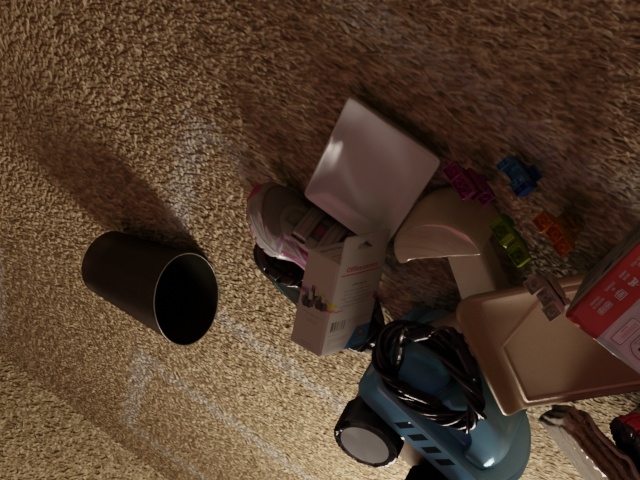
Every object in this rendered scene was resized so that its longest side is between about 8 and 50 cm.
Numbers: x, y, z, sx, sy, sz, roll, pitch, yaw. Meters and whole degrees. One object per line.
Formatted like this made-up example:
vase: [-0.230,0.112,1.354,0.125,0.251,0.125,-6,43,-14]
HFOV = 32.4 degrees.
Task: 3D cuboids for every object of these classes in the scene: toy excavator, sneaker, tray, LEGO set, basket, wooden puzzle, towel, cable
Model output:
toy excavator: [0.199,0.165,1.585,0.433,0.222,0.445,44,137,-8]
sneaker: [0.000,0.076,1.778,0.267,0.101,0.106,44,173,-12]
sneaker: [0.480,0.297,1.517,0.121,0.112,0.299,50,173,31]
tray: [0.069,-0.091,1.500,0.145,0.030,0.270,35,151,4]
LEGO set: [0.259,-0.021,1.327,0.087,0.093,0.227,-42,69,27]
basket: [-0.328,0.074,2.066,0.226,0.154,0.204,22,146,34]
sneaker: [0.000,0.000,1.650,0.252,0.103,0.111,42,148,-19]
wooden puzzle: [0.319,0.125,1.421,0.238,0.044,0.221,-16,127,18]
towel: [0.415,0.343,1.529,0.282,0.049,0.187,53,177,4]
cable: [0.147,0.189,1.476,0.150,0.047,0.185,-11,117,37]

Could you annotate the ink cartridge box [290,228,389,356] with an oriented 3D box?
ink cartridge box: [0.029,0.063,1.553,0.061,0.104,0.181,27,114,35]

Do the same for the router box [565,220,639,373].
router box: [0.467,0.053,1.104,0.301,0.082,0.335,37,134,4]
